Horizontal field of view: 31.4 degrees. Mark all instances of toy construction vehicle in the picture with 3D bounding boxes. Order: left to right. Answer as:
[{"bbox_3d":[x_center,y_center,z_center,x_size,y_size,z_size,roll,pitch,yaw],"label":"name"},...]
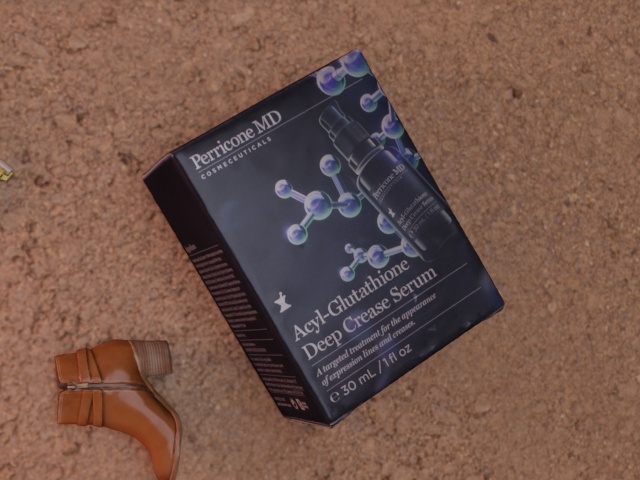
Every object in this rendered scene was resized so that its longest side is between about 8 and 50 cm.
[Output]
[{"bbox_3d":[-0.447,-0.078,1.457,0.086,0.035,0.098,44,73,-10],"label":"toy construction vehicle"}]

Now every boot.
[{"bbox_3d":[-0.263,0.228,1.474,0.152,0.073,0.197,-6,74,-21],"label":"boot"}]

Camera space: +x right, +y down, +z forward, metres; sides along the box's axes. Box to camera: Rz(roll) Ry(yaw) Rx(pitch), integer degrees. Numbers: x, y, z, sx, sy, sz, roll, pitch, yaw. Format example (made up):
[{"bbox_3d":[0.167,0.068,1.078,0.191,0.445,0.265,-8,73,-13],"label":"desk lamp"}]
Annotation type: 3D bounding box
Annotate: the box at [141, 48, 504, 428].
[{"bbox_3d":[0.000,0.000,1.513,0.293,0.212,0.396,-32,95,-19],"label":"box"}]
